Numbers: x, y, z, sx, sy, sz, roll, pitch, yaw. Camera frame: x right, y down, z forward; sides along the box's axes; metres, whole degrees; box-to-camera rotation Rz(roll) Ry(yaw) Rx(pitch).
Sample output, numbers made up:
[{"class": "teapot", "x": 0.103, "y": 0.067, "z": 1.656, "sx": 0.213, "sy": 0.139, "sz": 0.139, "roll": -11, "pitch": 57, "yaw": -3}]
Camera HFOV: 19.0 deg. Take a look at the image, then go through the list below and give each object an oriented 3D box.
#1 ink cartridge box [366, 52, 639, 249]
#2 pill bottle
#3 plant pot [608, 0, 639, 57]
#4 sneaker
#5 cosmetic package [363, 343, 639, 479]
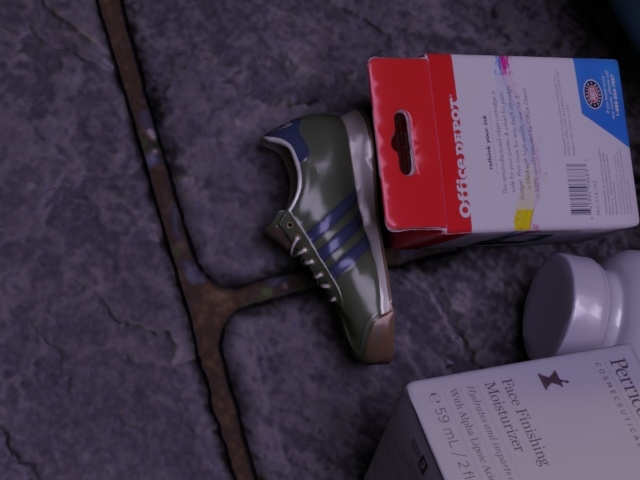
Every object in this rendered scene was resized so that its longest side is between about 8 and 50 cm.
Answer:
[{"class": "ink cartridge box", "x": 0.120, "y": -0.065, "z": 1.426, "sx": 0.231, "sy": 0.078, "sz": 0.134, "roll": -1, "pitch": 81, "yaw": -31}, {"class": "pill bottle", "x": 0.266, "y": 0.072, "z": 1.455, "sx": 0.208, "sy": 0.117, "sz": 0.117, "roll": 11, "pitch": 77, "yaw": -18}, {"class": "plant pot", "x": 0.335, "y": -0.212, "z": 1.471, "sx": 0.290, "sy": 0.290, "sz": 0.195, "roll": -5, "pitch": 113, "yaw": -20}, {"class": "sneaker", "x": 0.000, "y": 0.000, "z": 1.406, "sx": 0.086, "sy": 0.064, "sz": 0.192, "roll": -5, "pitch": 82, "yaw": -12}, {"class": "cosmetic package", "x": 0.149, "y": 0.185, "z": 1.349, "sx": 0.184, "sy": 0.151, "sz": 0.151, "roll": -9, "pitch": 55, "yaw": -21}]
